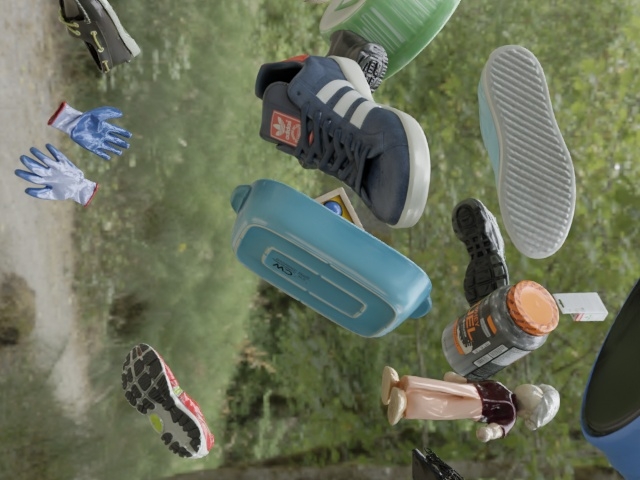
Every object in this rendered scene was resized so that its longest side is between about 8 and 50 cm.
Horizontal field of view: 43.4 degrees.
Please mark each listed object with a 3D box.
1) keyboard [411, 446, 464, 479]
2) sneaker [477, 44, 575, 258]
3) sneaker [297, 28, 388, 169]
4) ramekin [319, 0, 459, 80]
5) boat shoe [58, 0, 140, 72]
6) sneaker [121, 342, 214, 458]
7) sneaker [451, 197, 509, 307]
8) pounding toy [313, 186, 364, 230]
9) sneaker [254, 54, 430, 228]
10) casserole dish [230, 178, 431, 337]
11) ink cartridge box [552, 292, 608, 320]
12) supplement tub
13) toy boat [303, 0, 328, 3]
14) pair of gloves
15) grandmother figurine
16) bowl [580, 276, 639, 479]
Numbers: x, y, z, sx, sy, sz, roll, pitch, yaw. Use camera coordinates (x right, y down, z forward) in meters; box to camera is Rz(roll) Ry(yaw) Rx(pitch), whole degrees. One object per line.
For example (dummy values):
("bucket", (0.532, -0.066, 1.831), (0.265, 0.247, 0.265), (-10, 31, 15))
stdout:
("keyboard", (0.229, 0.440, 1.435), (0.192, 0.038, 0.100), (38, -44, 53))
("sneaker", (0.358, -0.151, 1.418), (0.150, 0.135, 0.366), (6, 78, -86))
("sneaker", (0.024, -0.269, 1.546), (0.130, 0.109, 0.286), (48, -59, 36))
("ramekin", (0.136, -0.484, 1.669), (0.303, 0.148, 0.303), (-41, -156, 22))
("boat shoe", (-0.324, -0.307, 1.128), (0.081, 0.068, 0.228), (48, -5, 18))
("sneaker", (-0.323, 0.345, 1.709), (0.279, 0.107, 0.118), (54, 6, 19))
("sneaker", (0.347, 0.042, 1.640), (0.101, 0.106, 0.268), (-22, -116, 36))
("pounding toy", (0.000, 0.000, 1.332), (0.130, 0.141, 0.100), (63, -18, 4))
("sneaker", (0.009, -0.125, 0.973), (0.350, 0.148, 0.131), (-122, -141, -53))
("casserole dish", (0.001, 0.022, 0.653), (0.037, 0.188, 0.114), (-59, -178, -30))
("ink cartridge box", (0.580, 0.150, 1.810), (0.063, 0.115, 0.029), (-105, -160, -44))
("supplement tub", (0.299, 0.149, 1.343), (0.190, 0.116, 0.117), (-47, -141, 47))
("toy boat", (0.007, -0.574, 1.347), (0.268, 0.148, 0.318), (-99, -150, -51))
("pair of gloves", (-0.412, -0.148, 1.356), (0.023, 0.159, 0.198), (38, -83, 38))
("grandmother figurine", (0.298, 0.310, 1.544), (0.208, 0.342, 0.104), (-102, -161, -54))
("bowl", (0.397, 0.066, 0.825), (0.391, 0.077, 0.391), (-57, 172, -12))
